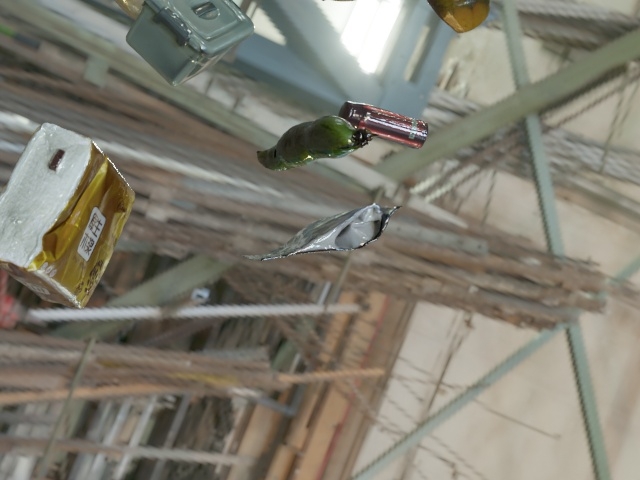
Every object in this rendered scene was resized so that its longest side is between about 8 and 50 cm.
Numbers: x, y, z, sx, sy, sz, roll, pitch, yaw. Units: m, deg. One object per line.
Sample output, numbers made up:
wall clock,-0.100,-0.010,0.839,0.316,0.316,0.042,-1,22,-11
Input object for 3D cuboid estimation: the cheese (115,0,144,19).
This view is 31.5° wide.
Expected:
cheese,-0.339,-0.476,1.952,0.117,0.218,0.235,-45,169,1

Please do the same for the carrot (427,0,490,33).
carrot,0.166,-0.360,1.507,0.082,0.173,0.082,-26,-151,16

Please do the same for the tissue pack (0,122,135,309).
tissue pack,-0.323,-0.025,1.416,0.226,0.092,0.183,80,30,-74

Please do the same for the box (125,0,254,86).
box,-0.181,-0.283,1.538,0.093,0.124,0.172,-45,180,31

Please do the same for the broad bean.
broad bean,-0.013,-0.171,1.974,0.339,0.061,0.077,-6,-86,58

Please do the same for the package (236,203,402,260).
package,0.000,0.000,1.877,0.204,0.251,0.062,171,-101,-76

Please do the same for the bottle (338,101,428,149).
bottle,0.114,-0.216,2.109,0.060,0.164,0.060,-165,-90,-75
